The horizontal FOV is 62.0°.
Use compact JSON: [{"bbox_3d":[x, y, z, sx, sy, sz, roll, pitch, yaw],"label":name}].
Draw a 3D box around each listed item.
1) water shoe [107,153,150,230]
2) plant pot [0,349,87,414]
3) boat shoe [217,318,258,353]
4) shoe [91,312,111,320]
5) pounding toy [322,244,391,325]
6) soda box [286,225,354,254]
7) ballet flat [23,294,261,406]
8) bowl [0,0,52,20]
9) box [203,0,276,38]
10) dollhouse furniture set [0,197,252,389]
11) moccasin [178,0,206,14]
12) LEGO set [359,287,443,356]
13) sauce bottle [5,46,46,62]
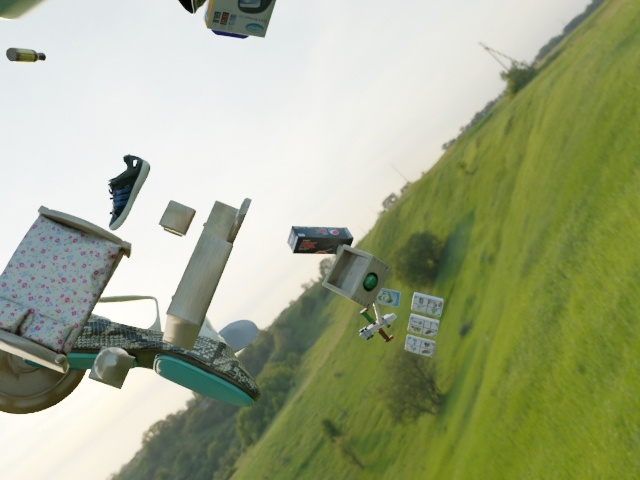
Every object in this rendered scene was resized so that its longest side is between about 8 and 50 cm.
[{"bbox_3d":[-0.510,-0.125,1.359,0.203,0.080,0.073,-63,25,3],"label":"water shoe"},{"bbox_3d":[-0.618,0.246,1.134,0.236,0.236,0.032,-43,-10,-31],"label":"plant pot"},{"bbox_3d":[-0.314,0.333,1.662,0.258,0.095,0.084,-27,-9,-31],"label":"boat shoe"},{"bbox_3d":[-0.655,0.271,1.467,0.219,0.058,0.077,-44,31,24],"label":"shoe"},{"bbox_3d":[0.097,0.101,1.229,0.141,0.100,0.130,21,81,52],"label":"pounding toy"},{"bbox_3d":[0.000,0.000,1.411,0.168,0.053,0.060,1,-55,-26],"label":"soda box"},{"bbox_3d":[-0.341,0.202,1.085,0.164,0.482,0.182,124,158,-55],"label":"ballet flat"},{"bbox_3d":[-0.681,-0.576,1.089,0.163,0.311,0.311,-43,-2,26],"label":"bowl"},{"bbox_3d":[-0.094,-0.310,0.661,0.081,0.028,0.136,-3,-41,-29],"label":"box"},{"bbox_3d":[-0.306,0.006,0.710,0.174,0.355,0.303,128,162,-60],"label":"dollhouse furniture set"},{"bbox_3d":[-0.393,-0.719,1.462,0.117,0.137,0.342,-65,-15,7],"label":"moccasin"},{"bbox_3d":[0.195,0.199,1.419,0.060,0.244,0.183,-53,-30,-59],"label":"LEGO set"},{"bbox_3d":[-0.840,-0.529,1.526,0.042,0.042,0.128,-46,2,18],"label":"sauce bottle"}]
